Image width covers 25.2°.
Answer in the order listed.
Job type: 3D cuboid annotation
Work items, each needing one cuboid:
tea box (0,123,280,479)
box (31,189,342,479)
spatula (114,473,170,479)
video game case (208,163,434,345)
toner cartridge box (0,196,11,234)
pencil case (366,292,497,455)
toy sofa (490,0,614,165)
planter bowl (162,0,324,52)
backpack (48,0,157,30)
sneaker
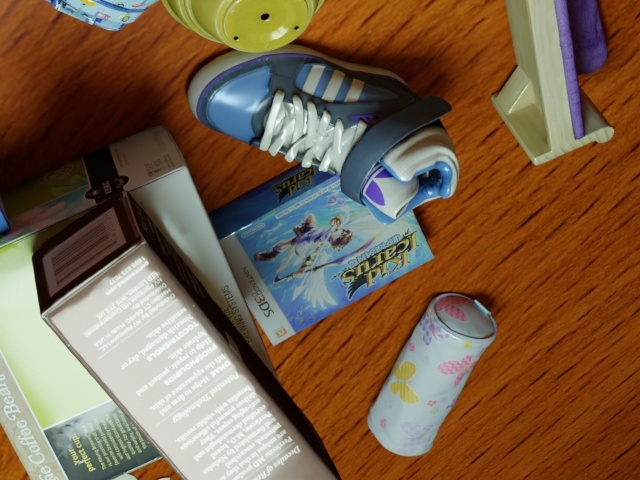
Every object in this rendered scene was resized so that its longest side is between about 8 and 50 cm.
[{"bbox_3d":[-0.262,0.086,1.740,0.323,0.220,0.329,-24,112,-6],"label":"tea box"},{"bbox_3d":[-0.143,0.147,1.567,0.143,0.191,0.381,-35,114,-1],"label":"box"},{"bbox_3d":[-0.292,0.460,2.295,0.168,0.019,0.242,8,126,-33],"label":"spatula"},{"bbox_3d":[0.000,0.000,1.983,0.269,0.061,0.244,-29,138,0],"label":"video game case"},{"bbox_3d":[-0.539,-0.021,1.614,0.348,0.165,0.075,-22,135,-7],"label":"toner cartridge box"},{"bbox_3d":[0.174,0.212,2.231,0.124,0.113,0.273,-5,133,-37],"label":"pencil case"},{"bbox_3d":[0.295,-0.286,1.801,0.177,0.150,0.362,-23,136,-4],"label":"toy sofa"},{"bbox_3d":[-0.071,-0.281,1.634,0.217,0.090,0.217,-12,143,-9],"label":"planter bowl"},{"bbox_3d":[-0.238,-0.289,1.509,0.158,0.173,0.117,19,120,-39],"label":"backpack"},{"bbox_3d":[0.019,-0.121,1.750,0.323,0.236,0.130,2,129,-29],"label":"sneaker"}]
